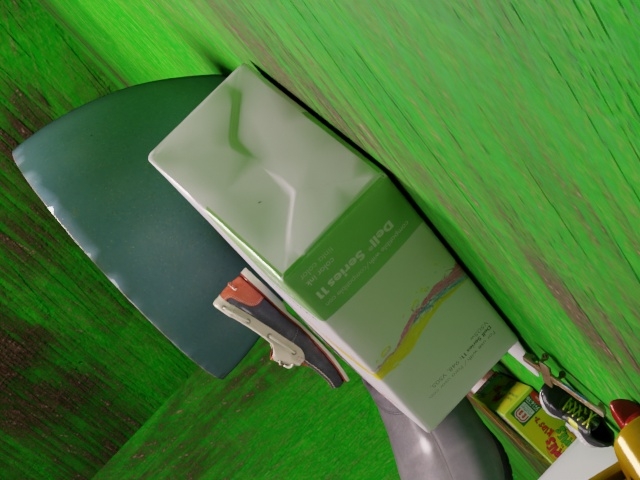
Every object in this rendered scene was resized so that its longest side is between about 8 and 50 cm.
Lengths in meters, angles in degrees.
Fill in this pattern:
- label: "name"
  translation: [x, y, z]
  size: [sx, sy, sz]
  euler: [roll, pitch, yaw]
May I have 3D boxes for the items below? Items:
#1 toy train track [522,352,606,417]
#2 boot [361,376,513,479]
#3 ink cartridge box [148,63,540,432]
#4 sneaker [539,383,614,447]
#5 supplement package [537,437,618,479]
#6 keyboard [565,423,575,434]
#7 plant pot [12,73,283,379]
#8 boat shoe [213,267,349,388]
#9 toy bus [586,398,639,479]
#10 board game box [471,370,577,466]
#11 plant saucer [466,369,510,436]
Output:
- label: "toy train track"
  translation: [0.204, 0.116, 1.488]
  size: [0.083, 0.014, 0.048]
  euler: [36, 167, 23]
- label: "boot"
  translation: [0.073, 0.144, 1.879]
  size: [0.223, 0.118, 0.338]
  euler: [48, -170, -41]
- label: "ink cartridge box"
  translation: [0.030, 0.028, 1.525]
  size: [0.207, 0.119, 0.353]
  euler: [41, 175, 41]
- label: "sneaker"
  translation: [0.223, 0.148, 1.547]
  size: [0.083, 0.031, 0.035]
  euler: [41, 164, -20]
- label: "supplement package"
  translation: [0.306, 0.344, 1.651]
  size: [0.293, 0.177, 0.175]
  euler: [45, 177, -7]
- label: "keyboard"
  translation: [0.337, 0.272, 1.852]
  size: [0.256, 0.014, 0.072]
  euler: [46, -179, -31]
- label: "plant pot"
  translation: [-0.118, -0.041, 1.690]
  size: [0.290, 0.195, 0.290]
  euler: [48, -179, -1]
- label: "boat shoe"
  translation: [-0.032, 0.083, 1.544]
  size: [0.137, 0.043, 0.049]
  euler: [45, 175, -15]
- label: "toy bus"
  translation: [0.220, 0.201, 1.238]
  size: [0.202, 0.104, 0.191]
  euler: [59, 180, -2]
- label: "board game box"
  translation: [0.224, 0.194, 1.932]
  size: [0.092, 0.043, 0.181]
  euler: [44, 177, -5]
- label: "plant saucer"
  translation: [0.197, 0.180, 2.154]
  size: [0.198, 0.036, 0.198]
  euler: [44, 176, 4]
